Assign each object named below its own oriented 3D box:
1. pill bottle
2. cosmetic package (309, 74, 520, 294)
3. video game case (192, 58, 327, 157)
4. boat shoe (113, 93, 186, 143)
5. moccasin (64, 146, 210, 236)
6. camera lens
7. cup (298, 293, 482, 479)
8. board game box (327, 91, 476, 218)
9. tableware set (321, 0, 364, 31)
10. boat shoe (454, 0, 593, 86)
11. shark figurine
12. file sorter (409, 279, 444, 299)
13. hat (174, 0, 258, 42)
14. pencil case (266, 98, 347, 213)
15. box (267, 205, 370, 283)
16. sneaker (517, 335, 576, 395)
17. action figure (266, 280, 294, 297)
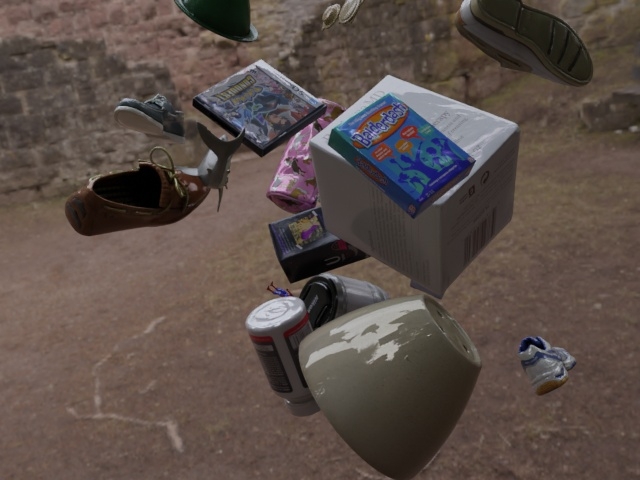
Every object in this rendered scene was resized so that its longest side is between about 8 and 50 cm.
[{"bbox_3d":[-0.080,0.334,2.004,0.176,0.319,0.176,-16,21,7],"label":"pill bottle"},{"bbox_3d":[0.236,-0.145,1.774,0.393,0.327,0.329,30,60,31],"label":"cosmetic package"},{"bbox_3d":[-0.159,-0.362,1.898,0.248,0.035,0.275,38,52,15],"label":"video game case"},{"bbox_3d":[-0.430,-0.324,1.813,0.116,0.099,0.319,8,-3,12],"label":"boat shoe"},{"bbox_3d":[-0.377,-0.114,1.558,0.147,0.139,0.380,-40,-17,33],"label":"moccasin"},{"bbox_3d":[0.077,0.231,2.336,0.274,0.220,0.219,16,-3,-39],"label":"camera lens"},{"bbox_3d":[0.156,0.237,1.319,0.237,0.331,0.331,-43,8,15],"label":"cup"},{"bbox_3d":[0.142,-0.155,1.245,0.210,0.047,0.160,42,58,18],"label":"board game box"},{"bbox_3d":[0.052,-0.492,1.424,0.020,0.141,0.168,22,-4,-31],"label":"tableware set"},{"bbox_3d":[0.406,-0.397,1.412,0.302,0.113,0.103,30,-19,-15],"label":"boat shoe"},{"bbox_3d":[-0.227,-0.146,1.387,0.116,0.166,0.278,13,1,-10],"label":"shark figurine"},{"bbox_3d":[0.374,0.116,2.357,0.118,0.105,0.170,24,-11,10],"label":"file sorter"},{"bbox_3d":[-0.156,-0.480,1.270,0.173,0.184,0.208,34,28,1],"label":"hat"},{"bbox_3d":[-0.032,-0.271,2.273,0.167,0.386,0.160,26,-19,-14],"label":"pencil case"},{"bbox_3d":[0.000,0.000,2.134,0.270,0.165,0.143,-19,60,2],"label":"box"},{"bbox_3d":[0.582,0.298,1.836,0.111,0.131,0.296,-34,-10,17],"label":"sneaker"},{"bbox_3d":[-0.108,0.167,2.161,0.115,0.030,0.038,33,39,6],"label":"action figure"}]
